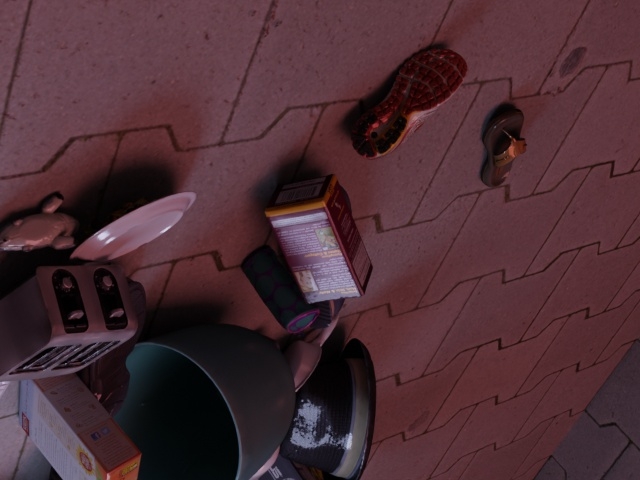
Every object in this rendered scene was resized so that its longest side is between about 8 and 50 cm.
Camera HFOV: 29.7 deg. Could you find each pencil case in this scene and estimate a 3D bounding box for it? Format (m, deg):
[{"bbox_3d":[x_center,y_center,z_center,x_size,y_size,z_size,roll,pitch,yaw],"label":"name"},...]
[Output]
[{"bbox_3d":[-0.065,0.083,1.990,0.070,0.152,0.064,-9,141,-43],"label":"pencil case"}]

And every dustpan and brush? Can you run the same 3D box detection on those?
[{"bbox_3d":[-0.028,0.218,2.296,0.147,0.060,0.211,-19,-138,64],"label":"dustpan and brush"}]

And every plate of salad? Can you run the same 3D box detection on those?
[{"bbox_3d":[-0.265,-0.025,1.684,0.200,0.048,0.200,-28,173,-4],"label":"plate of salad"}]

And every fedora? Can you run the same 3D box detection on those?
[{"bbox_3d":[-0.003,0.347,2.380,0.152,0.334,0.334,6,135,-14],"label":"fedora"}]

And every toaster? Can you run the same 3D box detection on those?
[{"bbox_3d":[-0.372,0.114,1.668,0.185,0.110,0.168,-32,162,30],"label":"toaster"}]

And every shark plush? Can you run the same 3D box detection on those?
[{"bbox_3d":[-0.390,0.003,1.597,0.161,0.073,0.067,-31,-178,-29],"label":"shark plush"}]

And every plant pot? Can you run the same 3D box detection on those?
[{"bbox_3d":[-0.178,0.269,1.995,0.235,0.293,0.293,-25,151,-53],"label":"plant pot"}]

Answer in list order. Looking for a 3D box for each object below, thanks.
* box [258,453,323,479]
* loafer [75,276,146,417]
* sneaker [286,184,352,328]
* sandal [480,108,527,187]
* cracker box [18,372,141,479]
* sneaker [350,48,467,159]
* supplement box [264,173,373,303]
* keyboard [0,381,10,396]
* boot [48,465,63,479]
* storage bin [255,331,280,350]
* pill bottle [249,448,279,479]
[{"bbox_3d":[0.032,0.613,2.593,0.097,0.395,0.318,-43,150,8],"label":"box"},{"bbox_3d":[-0.342,0.163,1.839,0.109,0.095,0.302,-38,154,-45],"label":"loafer"},{"bbox_3d":[0.009,0.000,2.047,0.131,0.112,0.319,-54,161,-43],"label":"sneaker"},{"bbox_3d":[0.343,-0.162,2.230,0.090,0.060,0.219,-29,149,-21],"label":"sandal"},{"bbox_3d":[-0.370,0.300,1.839,0.067,0.232,0.156,-28,150,-34],"label":"cracker box"},{"bbox_3d":[0.137,-0.216,1.908,0.225,0.088,0.093,-41,172,1],"label":"sneaker"},{"bbox_3d":[0.000,0.000,1.902,0.104,0.081,0.188,-9,122,23],"label":"supplement box"},{"bbox_3d":[-0.493,0.214,1.806,0.072,0.014,0.256,2,130,-51],"label":"keyboard"},{"bbox_3d":[-0.431,0.478,2.105,0.131,0.348,0.260,15,167,-14],"label":"boot"},{"bbox_3d":[-0.121,0.232,2.210,0.091,0.098,0.135,-59,160,-28],"label":"storage bin"},{"bbox_3d":[-0.147,0.388,2.272,0.131,0.131,0.229,-27,168,-23],"label":"pill bottle"}]
